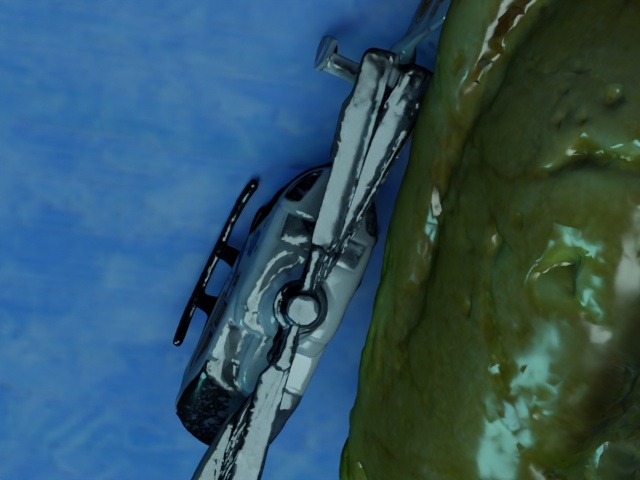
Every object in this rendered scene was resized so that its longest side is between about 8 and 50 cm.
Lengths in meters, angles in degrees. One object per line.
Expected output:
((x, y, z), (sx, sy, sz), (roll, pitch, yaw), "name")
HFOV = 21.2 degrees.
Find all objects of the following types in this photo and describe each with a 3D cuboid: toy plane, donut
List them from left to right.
((0.000, -0.001, 0.551), (0.053, 0.078, 0.197), (25, 99, -10), "toy plane")
((0.122, 0.021, 0.515), (0.208, 0.128, 0.261), (-1, 121, -20), "donut")
